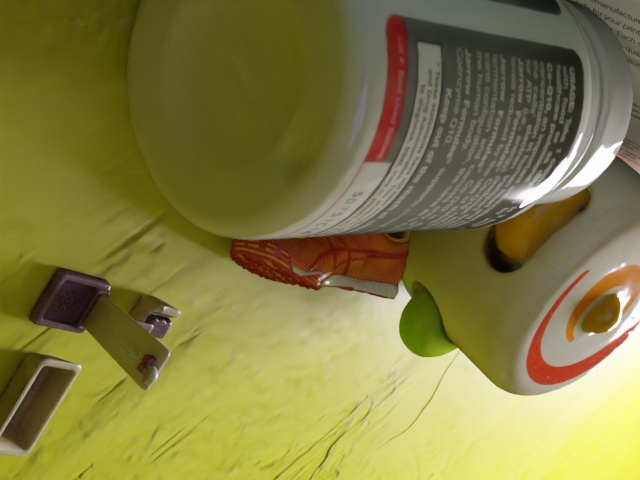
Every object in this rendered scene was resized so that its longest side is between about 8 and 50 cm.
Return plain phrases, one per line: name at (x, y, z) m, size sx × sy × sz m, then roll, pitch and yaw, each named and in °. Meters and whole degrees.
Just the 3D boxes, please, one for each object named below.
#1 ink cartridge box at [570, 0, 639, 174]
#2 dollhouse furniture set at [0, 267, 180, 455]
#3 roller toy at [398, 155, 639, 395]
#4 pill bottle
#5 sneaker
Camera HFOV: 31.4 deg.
ink cartridge box at (0.261, -0.153, 0.795) m, size 0.114 × 0.197 × 0.273 m, roll -45°, pitch 146°, yaw -14°
dollhouse furniture set at (-0.125, 0.091, 0.655) m, size 0.114 × 0.081 × 0.091 m, roll -58°, pitch 146°, yaw 7°
roller toy at (0.173, 0.015, 0.867) m, size 0.191 × 0.146 × 0.209 m, roll -12°, pitch 134°, yaw -36°
pill bottle at (0.049, -0.084, 0.636) m, size 0.283 × 0.161 × 0.161 m, roll -3°, pitch 122°, yaw -49°
sneaker at (0.000, 0.000, 0.759) m, size 0.175 × 0.064 × 0.067 m, roll 7°, pitch 95°, yaw -58°
